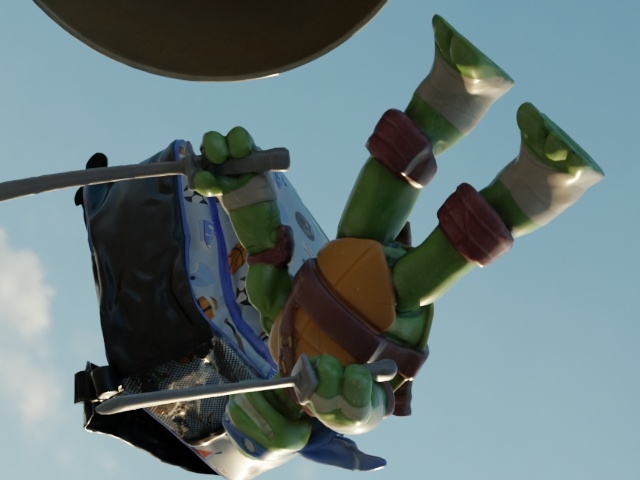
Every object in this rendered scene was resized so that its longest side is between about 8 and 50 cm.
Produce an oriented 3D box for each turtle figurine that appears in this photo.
[{"bbox_3d":[0.000,0.000,0.975,0.274,0.266,0.198,40,10,-19],"label":"turtle figurine"}]

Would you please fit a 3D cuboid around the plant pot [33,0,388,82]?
[{"bbox_3d":[-0.067,-0.272,1.166,0.284,0.191,0.284,2,-59,3],"label":"plant pot"}]

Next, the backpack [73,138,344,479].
[{"bbox_3d":[-0.076,0.068,1.531,0.213,0.276,0.263,-18,-43,12],"label":"backpack"}]
